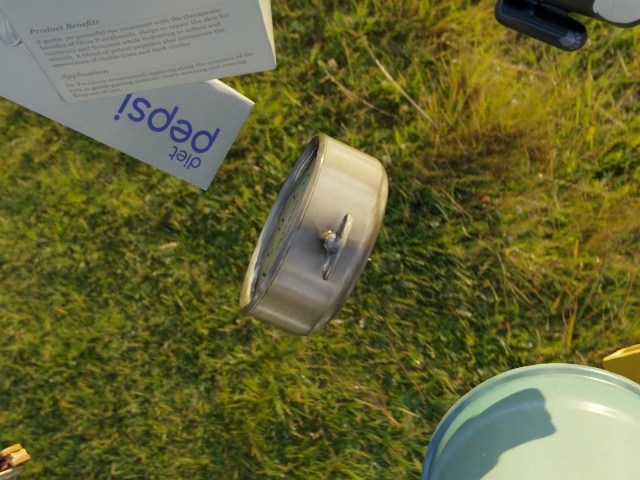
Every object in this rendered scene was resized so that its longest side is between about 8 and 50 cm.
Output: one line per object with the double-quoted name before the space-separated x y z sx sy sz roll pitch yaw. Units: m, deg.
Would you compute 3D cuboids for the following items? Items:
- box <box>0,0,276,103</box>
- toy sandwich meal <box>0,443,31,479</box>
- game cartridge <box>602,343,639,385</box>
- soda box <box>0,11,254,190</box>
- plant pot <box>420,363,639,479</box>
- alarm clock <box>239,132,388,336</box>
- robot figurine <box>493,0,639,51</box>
"box" -0.077 -0.129 0.365 0.101 0.087 0.101 -9 64 4
"toy sandwich meal" -0.336 0.234 0.859 0.086 0.085 0.029 -26 81 10
"game cartridge" 0.498 0.259 0.995 0.053 0.285 0.323 -21 83 -24
"soda box" -0.200 -0.146 0.722 0.091 0.286 0.098 36 98 49
"plant pot" 0.242 0.330 0.851 0.341 0.334 0.341 2 97 16
"alarm clock" 0.000 0.000 0.547 0.064 0.192 0.129 24 90 -8
"robot figurine" 0.286 -0.331 0.906 0.278 0.173 0.209 18 81 -2
